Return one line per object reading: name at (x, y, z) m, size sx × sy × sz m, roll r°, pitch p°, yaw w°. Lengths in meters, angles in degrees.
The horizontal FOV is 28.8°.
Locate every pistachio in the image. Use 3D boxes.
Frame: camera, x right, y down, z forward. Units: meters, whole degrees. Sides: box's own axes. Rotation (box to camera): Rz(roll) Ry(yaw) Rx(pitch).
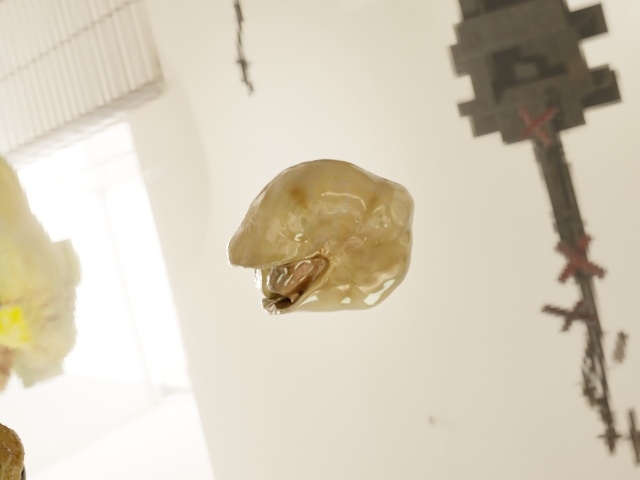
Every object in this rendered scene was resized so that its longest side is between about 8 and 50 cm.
pistachio at (0.000, 0.000, 1.767) m, size 0.238 × 0.229 × 0.321 m, roll -37°, pitch -170°, yaw -39°

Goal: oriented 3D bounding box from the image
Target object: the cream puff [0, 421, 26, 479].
cream puff at (-0.449, 0.295, 1.522) m, size 0.189 × 0.189 × 0.129 m, roll -15°, pitch 138°, yaw 41°
